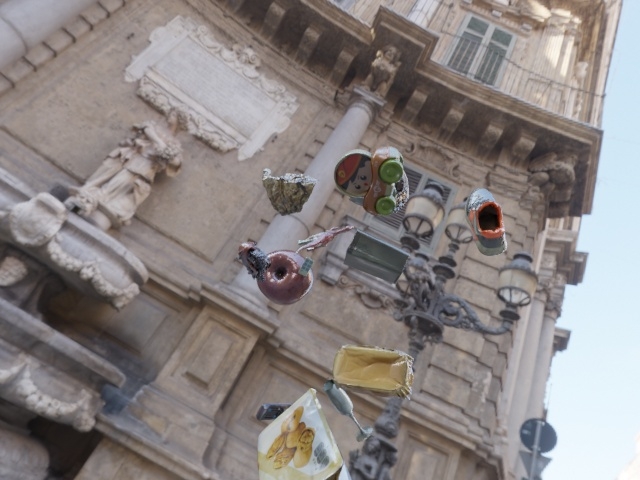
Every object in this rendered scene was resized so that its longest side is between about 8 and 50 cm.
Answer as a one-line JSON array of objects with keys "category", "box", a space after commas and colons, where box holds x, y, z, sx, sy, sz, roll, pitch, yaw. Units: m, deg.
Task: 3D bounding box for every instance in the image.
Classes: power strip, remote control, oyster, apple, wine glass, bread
[{"category": "power strip", "box": [-0.064, 0.118, 1.892, 0.040, 0.090, 0.016, 27, 5, -7]}, {"category": "remote control", "box": [-0.108, 0.537, 1.326, 0.212, 0.059, 0.028, 19, 13, -42]}, {"category": "oyster", "box": [-0.166, -0.217, 1.910, 0.110, 0.205, 0.396, 18, -1, -43]}, {"category": "apple", "box": [-0.178, 0.190, 2.143, 0.305, 0.306, 0.235, 15, -15, 23]}, {"category": "wine glass", "box": [0.091, 0.588, 1.473, 0.074, 0.074, 0.262, -13, -64, 49]}, {"category": "bread", "box": [0.162, 0.404, 1.304, 0.241, 0.136, 0.107, -2, -32, 27]}]

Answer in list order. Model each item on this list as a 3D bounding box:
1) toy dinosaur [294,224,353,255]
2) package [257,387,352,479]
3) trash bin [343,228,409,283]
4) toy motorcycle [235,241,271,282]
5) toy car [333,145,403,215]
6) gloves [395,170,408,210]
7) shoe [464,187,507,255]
[{"category": "toy dinosaur", "box": [0.000, 0.000, 1.445, 0.167, 0.242, 0.053, -20, -88, 30]}, {"category": "package", "box": [-0.019, 0.539, 0.989, 0.165, 0.221, 0.311, 50, -4, -14]}, {"category": "trash bin", "box": [0.232, 0.072, 1.765, 0.240, 0.122, 0.164, 24, -22, 9]}, {"category": "toy motorcycle", "box": [-0.228, 0.072, 1.440, 0.118, 0.084, 0.212, 44, -23, 10]}, {"category": "toy car", "box": [0.150, -0.200, 1.369, 0.234, 0.145, 0.235, 4, -64, 9]}, {"category": "gloves", "box": [0.324, -0.222, 1.920, 0.135, 0.312, 0.211, 26, -50, 21]}, {"category": "shoe", "box": [0.652, -0.114, 1.673, 0.132, 0.337, 0.171, -7, -40, 13]}]
